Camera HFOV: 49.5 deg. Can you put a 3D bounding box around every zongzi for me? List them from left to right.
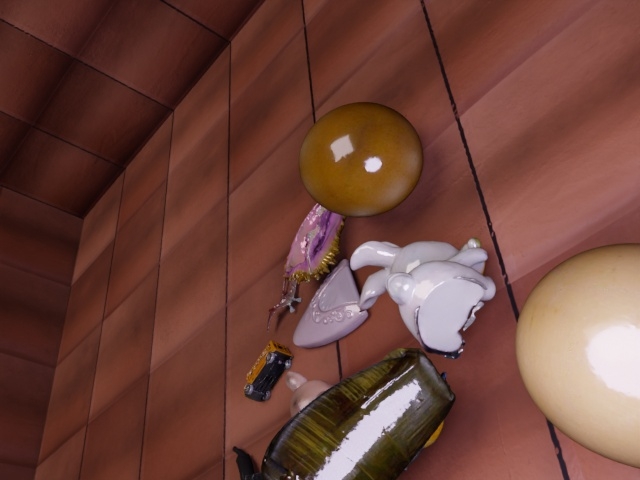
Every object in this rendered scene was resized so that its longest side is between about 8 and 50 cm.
[{"bbox_3d":[0.046,0.372,1.379,0.403,0.208,0.432,-43,4,-14],"label":"zongzi"}]

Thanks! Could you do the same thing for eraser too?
[{"bbox_3d":[0.008,0.187,1.775,0.243,0.059,0.204,-45,37,21],"label":"eraser"}]

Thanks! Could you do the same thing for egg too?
[{"bbox_3d":[0.094,-0.196,1.711,0.351,0.283,0.282,-5,64,63],"label":"egg"},{"bbox_3d":[0.446,0.155,0.944,0.374,0.301,0.300,8,75,52],"label":"egg"}]

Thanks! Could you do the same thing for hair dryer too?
[{"bbox_3d":[-0.200,0.634,1.783,0.271,0.091,0.235,-109,41,-64],"label":"hair dryer"}]

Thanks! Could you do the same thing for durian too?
[{"bbox_3d":[-0.001,-0.001,1.883,0.191,0.112,0.341,-49,19,53],"label":"durian"}]

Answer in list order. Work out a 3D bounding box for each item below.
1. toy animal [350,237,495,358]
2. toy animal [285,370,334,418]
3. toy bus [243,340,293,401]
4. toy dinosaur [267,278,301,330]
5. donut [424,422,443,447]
[{"bbox_3d":[0.210,0.093,1.414,0.310,0.247,0.182,-121,26,-67],"label":"toy animal"},{"bbox_3d":[-0.025,0.440,1.583,0.165,0.149,0.247,14,92,40],"label":"toy animal"},{"bbox_3d":[-0.148,0.355,1.876,0.162,0.070,0.074,-56,32,10],"label":"toy bus"},{"bbox_3d":[-0.095,0.162,1.970,0.220,0.032,0.108,-58,28,-8],"label":"toy dinosaur"},{"bbox_3d":[0.187,0.352,1.407,0.152,0.058,0.151,-33,45,40],"label":"donut"}]
